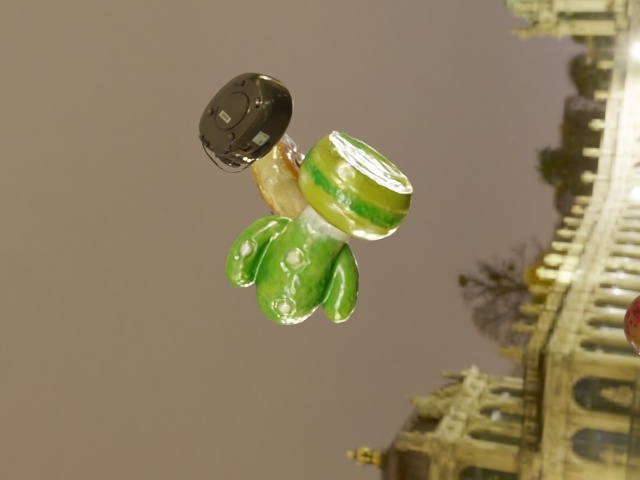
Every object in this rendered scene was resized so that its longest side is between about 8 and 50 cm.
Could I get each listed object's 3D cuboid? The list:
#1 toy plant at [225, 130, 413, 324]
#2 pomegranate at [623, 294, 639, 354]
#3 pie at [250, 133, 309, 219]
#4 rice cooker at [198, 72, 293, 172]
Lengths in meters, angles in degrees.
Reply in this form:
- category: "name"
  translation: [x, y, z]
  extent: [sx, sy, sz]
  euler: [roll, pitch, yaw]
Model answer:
- category: "toy plant"
  translation: [0.000, 0.000, 1.639]
  extent: [0.316, 0.224, 0.184]
  euler: [-53, 3, 20]
- category: "pomegranate"
  translation: [0.572, 0.155, 1.689]
  extent: [0.129, 0.129, 0.159]
  euler: [63, -158, -55]
- category: "pie"
  translation: [-0.052, -0.125, 2.341]
  extent: [0.315, 0.092, 0.315]
  euler: [49, -163, -20]
- category: "rice cooker"
  translation: [-0.146, -0.228, 1.933]
  extent: [0.203, 0.142, 0.118]
  euler: [-49, -25, 12]
